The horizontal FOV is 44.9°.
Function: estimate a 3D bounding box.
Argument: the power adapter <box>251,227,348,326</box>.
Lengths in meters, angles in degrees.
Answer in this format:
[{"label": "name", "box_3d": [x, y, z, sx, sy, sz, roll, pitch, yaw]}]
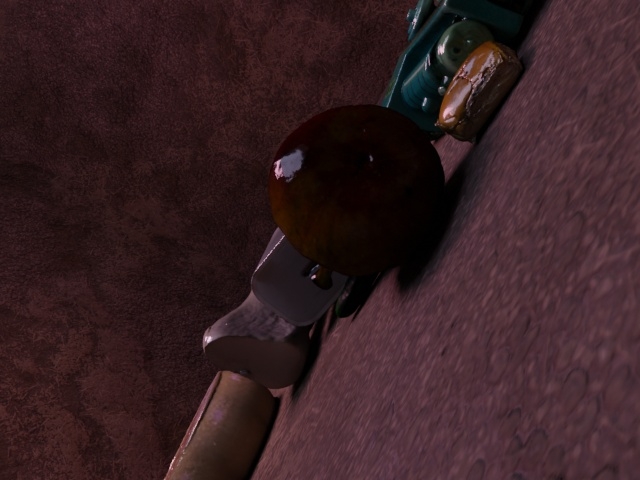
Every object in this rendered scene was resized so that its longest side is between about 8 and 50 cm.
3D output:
[{"label": "power adapter", "box_3d": [0.000, 0.000, 1.226, 0.187, 0.124, 0.255, -49, 7, 18]}]

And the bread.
[{"label": "bread", "box_3d": [0.163, -0.156, 0.811, 0.106, 0.053, 0.072, -54, 11, 27]}]

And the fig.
[{"label": "fig", "box_3d": [0.008, -0.018, 0.854, 0.290, 0.191, 0.190, -47, 14, 44]}]

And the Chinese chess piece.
[{"label": "Chinese chess piece", "box_3d": [-0.172, 0.348, 1.273, 0.270, 0.112, 0.270, -63, 4, 8]}]

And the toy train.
[{"label": "toy train", "box_3d": [0.163, -0.239, 0.977, 0.298, 0.120, 0.194, 158, 132, -84]}]

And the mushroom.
[{"label": "mushroom", "box_3d": [-0.084, 0.116, 1.258, 0.122, 0.159, 0.328, -40, 15, 19]}]

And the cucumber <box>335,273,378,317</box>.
[{"label": "cucumber", "box_3d": [0.064, 0.027, 0.956, 0.033, 0.036, 0.184, -22, -32, -52]}]
